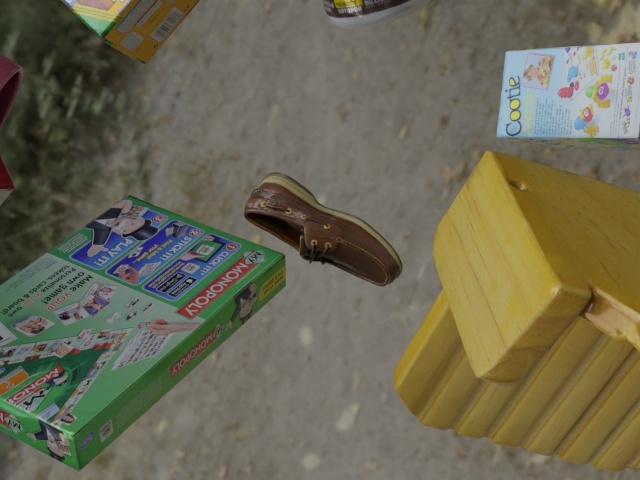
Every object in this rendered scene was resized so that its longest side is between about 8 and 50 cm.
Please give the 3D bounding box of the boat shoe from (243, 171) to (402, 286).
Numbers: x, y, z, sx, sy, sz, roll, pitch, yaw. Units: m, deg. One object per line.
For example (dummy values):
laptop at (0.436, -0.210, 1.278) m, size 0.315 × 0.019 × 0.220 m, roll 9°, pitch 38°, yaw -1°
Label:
boat shoe at (0.000, 0.000, 1.321) m, size 0.060 × 0.178 × 0.064 m, roll -50°, pitch -14°, yaw -36°

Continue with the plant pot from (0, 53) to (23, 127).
plant pot at (-0.494, -0.173, 1.579) m, size 0.201 × 0.180 × 0.201 m, roll -58°, pitch 7°, yaw 12°

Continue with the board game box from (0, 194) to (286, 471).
board game box at (-0.210, 0.075, 1.255) m, size 0.317 × 0.213 × 0.046 m, roll -41°, pitch -38°, yaw -42°

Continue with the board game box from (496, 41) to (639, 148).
board game box at (0.424, -0.216, 1.958) m, size 0.275 × 0.142 × 0.144 m, roll 7°, pitch 90°, yaw 51°

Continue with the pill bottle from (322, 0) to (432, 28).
pill bottle at (0.033, -0.318, 1.206) m, size 0.117 × 0.215 × 0.117 m, roll -16°, pitch 23°, yaw 7°

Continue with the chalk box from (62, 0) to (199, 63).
chalk box at (-0.290, -0.366, 1.729) m, size 0.132 × 0.213 × 0.132 m, roll -48°, pitch -19°, yaw 7°

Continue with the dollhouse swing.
dollhouse swing at (0.252, 0.134, 1.048) m, size 0.315 × 0.346 × 0.305 m, roll -101°, pitch 30°, yaw -61°

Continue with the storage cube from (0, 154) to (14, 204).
storage cube at (-0.477, -0.075, 1.367) m, size 0.183 × 0.215 × 0.193 m, roll -45°, pitch 65°, yaw 36°
